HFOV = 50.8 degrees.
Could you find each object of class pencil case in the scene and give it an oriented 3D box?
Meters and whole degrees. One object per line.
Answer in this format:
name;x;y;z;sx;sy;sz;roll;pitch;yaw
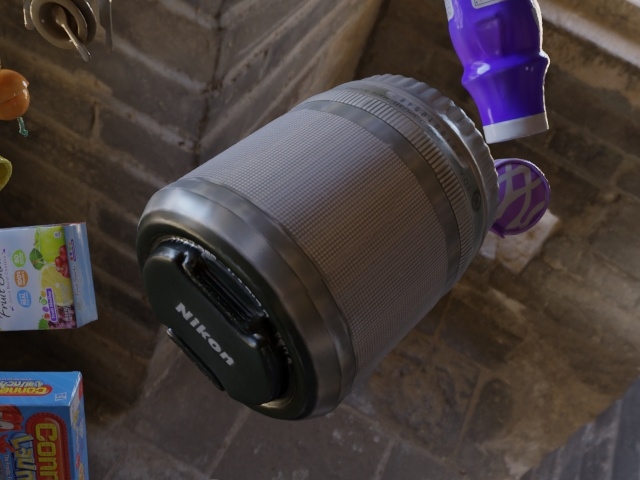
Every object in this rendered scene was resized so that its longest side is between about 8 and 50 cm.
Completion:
pencil case;0.193;-0.046;0.795;0.086;0.206;0.088;39;87;-2

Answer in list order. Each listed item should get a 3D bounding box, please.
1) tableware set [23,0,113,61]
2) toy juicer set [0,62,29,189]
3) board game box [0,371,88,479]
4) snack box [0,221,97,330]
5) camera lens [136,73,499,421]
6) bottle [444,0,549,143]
tableware set;-0.318;-0.312;0.808;0.128;0.194;0.039;17;46;4
toy juicer set;-0.440;-0.136;0.764;0.089;0.209;0.329;36;10;7
board game box;-0.532;0.355;1.062;0.302;0.308;0.086;2;24;-7
snack box;-0.497;0.063;1.150;0.207;0.174;0.070;-4;6;16
camera lens;0.000;0.000;0.587;0.219;0.219;0.274;40;55;17
bottle;0.180;-0.247;0.708;0.118;0.092;0.282;-24;102;-63
